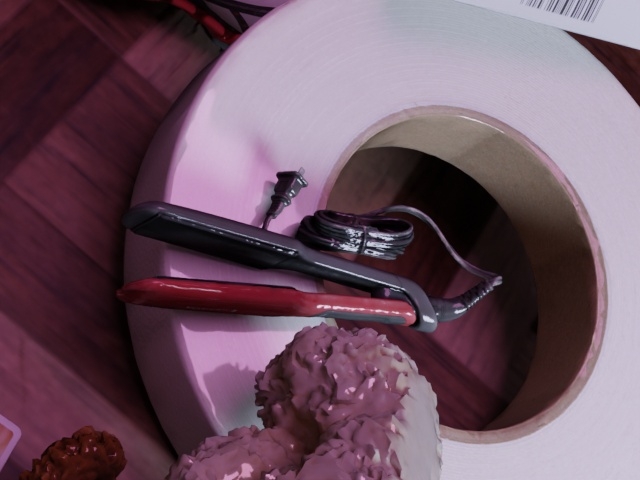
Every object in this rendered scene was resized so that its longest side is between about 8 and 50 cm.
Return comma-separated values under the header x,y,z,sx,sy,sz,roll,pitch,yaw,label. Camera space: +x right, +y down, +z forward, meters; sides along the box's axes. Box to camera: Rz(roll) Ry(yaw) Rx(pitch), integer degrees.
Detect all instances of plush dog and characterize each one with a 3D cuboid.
x,y,z,sx,sy,sz,roll,pitch,yaw,label
-0.047,0.187,0.715,0.210,0.225,0.262,4,66,-69,plush dog

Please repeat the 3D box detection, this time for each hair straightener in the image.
x,y,z,sx,sy,sz,roll,pitch,yaw,label
0.000,0.000,0.828,0.230,0.047,0.089,6,73,-25,hair straightener

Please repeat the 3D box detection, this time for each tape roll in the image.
x,y,z,sx,sy,sz,roll,pitch,yaw,label
0.072,0.027,0.928,0.392,0.072,0.392,8,71,-26,tape roll

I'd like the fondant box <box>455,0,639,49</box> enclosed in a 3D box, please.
x,y,z,sx,sy,sz,roll,pitch,yaw,label
0.116,-0.248,1.040,0.238,0.096,0.330,9,28,-32,fondant box

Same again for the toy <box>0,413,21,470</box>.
x,y,z,sx,sy,sz,roll,pitch,yaw,label
-0.266,0.073,0.728,0.237,0.056,0.137,37,48,-13,toy

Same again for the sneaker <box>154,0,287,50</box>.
x,y,z,sx,sy,sz,roll,pitch,yaw,label
-0.047,-0.192,0.978,0.276,0.135,0.097,20,53,-26,sneaker
